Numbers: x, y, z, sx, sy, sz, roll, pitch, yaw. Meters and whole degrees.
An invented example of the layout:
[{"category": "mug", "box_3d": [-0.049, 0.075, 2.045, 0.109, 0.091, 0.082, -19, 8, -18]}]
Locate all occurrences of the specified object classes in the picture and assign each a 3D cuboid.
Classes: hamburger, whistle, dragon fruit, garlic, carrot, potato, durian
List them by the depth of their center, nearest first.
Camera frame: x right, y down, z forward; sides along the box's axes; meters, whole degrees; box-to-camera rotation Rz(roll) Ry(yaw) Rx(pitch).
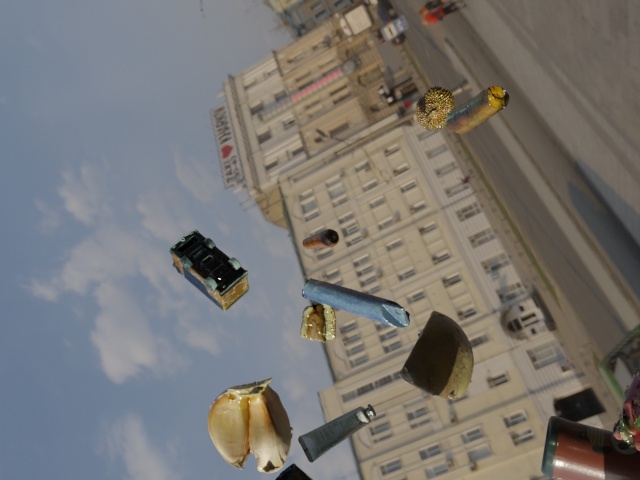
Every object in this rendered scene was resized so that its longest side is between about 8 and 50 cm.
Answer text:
[{"category": "dragon fruit", "box_3d": [0.660, 0.283, 1.063, 0.198, 0.200, 0.269, -119, 19, -48]}, {"category": "carrot", "box_3d": [0.360, -0.302, 1.339, 0.070, 0.070, 0.260, 63, 173, -1]}, {"category": "whistle", "box_3d": [0.083, 0.152, 1.416, 0.062, 0.304, 0.062, -15, -69, -46]}, {"category": "potato", "box_3d": [0.359, 0.333, 1.637, 0.211, 0.189, 0.264, 31, -174, 15]}, {"category": "carrot", "box_3d": [0.000, 0.000, 1.727, 0.161, 0.055, 0.055, -14, 107, 60]}, {"category": "garlic", "box_3d": [-0.241, 0.655, 2.031, 0.249, 0.286, 0.313, 160, 100, -67]}, {"category": "durian", "box_3d": [0.409, -0.471, 2.053, 0.168, 0.137, 0.158, -82, -2, -64]}, {"category": "hamburger", "box_3d": [0.001, 0.312, 2.179, 0.208, 0.135, 0.155, 79, -158, -75]}]

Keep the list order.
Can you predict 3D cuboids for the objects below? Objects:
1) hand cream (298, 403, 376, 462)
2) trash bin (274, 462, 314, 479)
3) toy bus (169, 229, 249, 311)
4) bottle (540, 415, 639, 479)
[{"category": "hand cream", "box_3d": [0.050, 0.536, 1.617, 0.080, 0.234, 0.050, 60, -173, 15]}, {"category": "trash bin", "box_3d": [-0.016, 0.732, 1.440, 0.301, 0.252, 0.203, 38, -164, 7]}, {"category": "toy bus", "box_3d": [-0.385, 0.104, 1.996, 0.275, 0.138, 0.167, 36, 151, 22]}, {"category": "bottle", "box_3d": [0.698, 0.519, 1.332, 0.144, 0.336, 0.144, 9, -90, -67]}]
